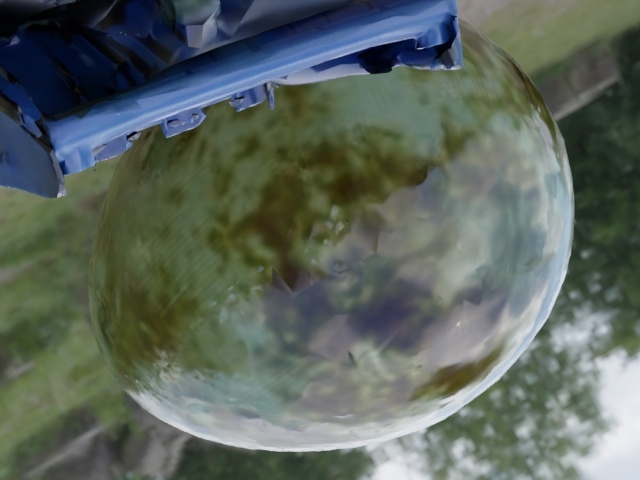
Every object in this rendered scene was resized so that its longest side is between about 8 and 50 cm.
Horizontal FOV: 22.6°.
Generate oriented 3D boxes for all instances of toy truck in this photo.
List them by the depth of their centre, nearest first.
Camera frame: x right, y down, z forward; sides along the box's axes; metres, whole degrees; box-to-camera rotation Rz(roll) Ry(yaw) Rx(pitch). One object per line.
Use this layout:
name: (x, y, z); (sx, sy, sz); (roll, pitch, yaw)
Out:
toy truck: (-0.039, -0.092, 0.359); (0.113, 0.126, 0.208); (-22, 131, -27)

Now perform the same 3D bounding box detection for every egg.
egg: (0.000, 0.000, 0.872); (0.289, 0.238, 0.238); (-40, 174, 28)
